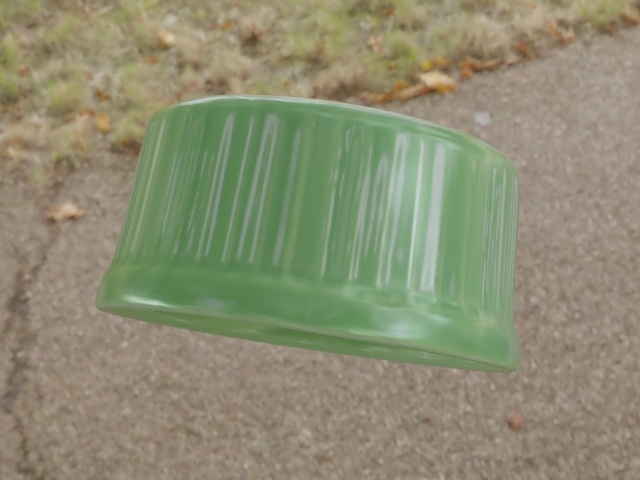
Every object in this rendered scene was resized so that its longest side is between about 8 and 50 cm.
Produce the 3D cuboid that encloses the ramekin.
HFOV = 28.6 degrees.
[{"bbox_3d":[0.000,0.000,0.902,0.303,0.303,0.148,3,81,37],"label":"ramekin"}]
